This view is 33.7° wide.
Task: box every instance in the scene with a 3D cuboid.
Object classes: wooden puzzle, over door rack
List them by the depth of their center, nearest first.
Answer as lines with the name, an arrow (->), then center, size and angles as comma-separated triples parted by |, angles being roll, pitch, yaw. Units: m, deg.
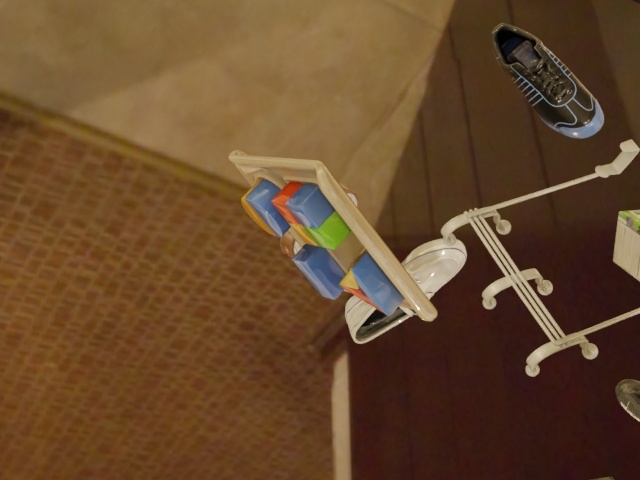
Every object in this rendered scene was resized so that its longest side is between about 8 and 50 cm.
over door rack -> 0.357, 0.028, 1.455 | 0.324, 0.239, 0.108 | -22, 154, -18
wooden puzzle -> 0.000, 0.000, 1.708 | 0.080, 0.348, 0.322 | -46, 116, -13

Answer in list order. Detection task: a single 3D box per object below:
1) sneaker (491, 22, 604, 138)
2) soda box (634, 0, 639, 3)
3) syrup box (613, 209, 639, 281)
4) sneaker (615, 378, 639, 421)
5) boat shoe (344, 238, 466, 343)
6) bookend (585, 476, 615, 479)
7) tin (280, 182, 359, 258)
sneaker -> 0.342, -0.249, 1.634 | 0.081, 0.232, 0.090 | -44, 145, 6
soda box -> 0.559, -0.449, 1.788 | 0.053, 0.169, 0.060 | 29, 92, 9
syrup box -> 0.568, 0.032, 1.683 | 0.093, 0.237, 0.096 | -4, 111, -13
sneaker -> 0.660, 0.323, 1.980 | 0.078, 0.234, 0.106 | -46, 150, -14
boat shoe -> 0.155, 0.096, 1.852 | 0.095, 0.084, 0.258 | 35, 118, -31
bookend -> 0.283, 0.317, 1.134 | 0.072, 0.156, 0.157 | -8, 103, -3
tin -> 0.002, -0.035, 2.097 | 0.189, 0.040, 0.106 | -42, 145, -17
